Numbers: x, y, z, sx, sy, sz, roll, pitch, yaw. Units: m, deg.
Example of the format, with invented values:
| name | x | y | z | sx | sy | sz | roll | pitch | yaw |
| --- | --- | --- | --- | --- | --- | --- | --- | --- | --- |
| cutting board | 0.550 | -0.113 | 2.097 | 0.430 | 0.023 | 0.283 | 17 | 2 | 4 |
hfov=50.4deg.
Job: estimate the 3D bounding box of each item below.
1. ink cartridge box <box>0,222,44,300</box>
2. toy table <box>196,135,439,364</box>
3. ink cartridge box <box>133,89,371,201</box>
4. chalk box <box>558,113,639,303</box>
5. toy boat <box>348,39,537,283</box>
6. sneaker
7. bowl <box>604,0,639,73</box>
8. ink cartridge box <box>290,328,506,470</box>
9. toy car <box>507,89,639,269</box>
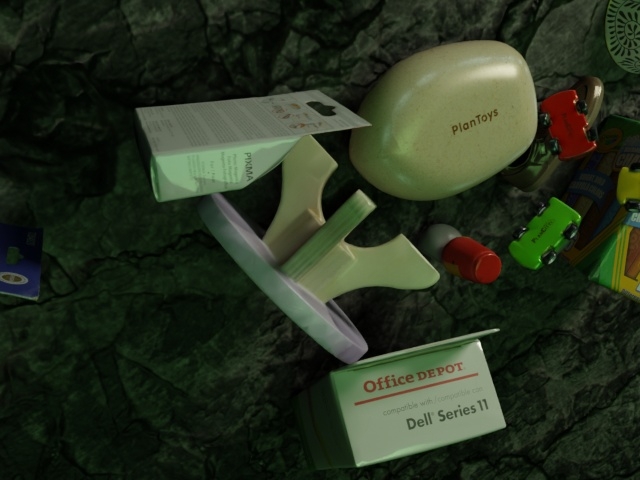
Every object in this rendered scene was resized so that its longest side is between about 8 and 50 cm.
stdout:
| name | x | y | z | sx | sy | sz | roll | pitch | yaw |
| --- | --- | --- | --- | --- | --- | --- | --- | --- | --- |
| ink cartridge box | -0.394 | -0.013 | 0.680 | 0.223 | 0.223 | 0.045 | 10 | 104 | -24 |
| toy table | 0.000 | 0.000 | 0.832 | 0.161 | 0.252 | 0.274 | -44 | 100 | 6 |
| ink cartridge box | -0.084 | -0.115 | 0.766 | 0.232 | 0.189 | 0.066 | -6 | 116 | -18 |
| chalk box | 0.490 | -0.065 | 0.988 | 0.180 | 0.179 | 0.289 | 22 | 105 | -14 |
| toy boat | 0.163 | -0.096 | 0.908 | 0.267 | 0.148 | 0.318 | -19 | 111 | -17 |
| sneaker | 0.326 | -0.159 | 0.968 | 0.071 | 0.066 | 0.188 | 27 | 101 | -23 |
| bowl | 0.495 | -0.313 | 0.950 | 0.170 | 0.080 | 0.170 | -8 | 115 | -17 |
| ink cartridge box | 0.098 | 0.223 | 0.904 | 0.207 | 0.353 | 0.119 | -10 | 73 | -15 |
| toy car | 0.337 | -0.054 | 0.894 | 0.225 | 0.239 | 0.053 | -50 | 151 | 6 |
